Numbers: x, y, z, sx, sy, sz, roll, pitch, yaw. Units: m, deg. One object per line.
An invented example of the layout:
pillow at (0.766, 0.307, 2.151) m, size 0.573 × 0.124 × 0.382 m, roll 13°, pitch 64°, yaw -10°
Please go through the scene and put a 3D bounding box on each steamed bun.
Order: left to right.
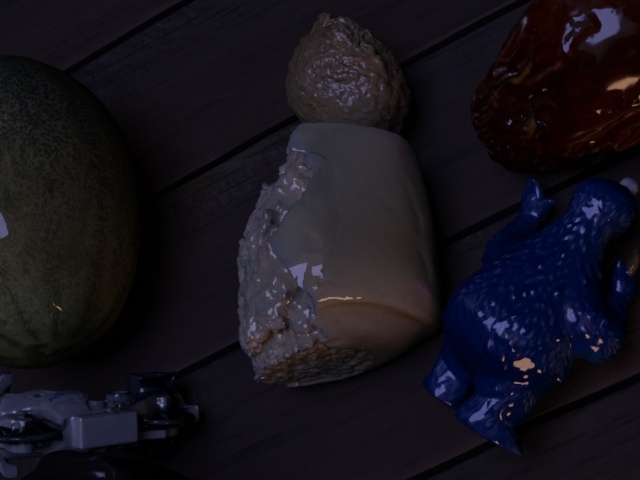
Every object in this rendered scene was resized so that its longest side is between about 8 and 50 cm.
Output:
steamed bun at (0.000, 0.000, 1.556) m, size 0.200 × 0.170 × 0.225 m, roll -20°, pitch 63°, yaw 28°

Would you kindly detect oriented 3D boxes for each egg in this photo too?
egg at (0.026, -0.151, 1.627) m, size 0.140 × 0.116 × 0.118 m, roll 45°, pitch 120°, yaw 30°

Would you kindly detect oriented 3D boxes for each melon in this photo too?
melon at (-0.303, -0.031, 1.697) m, size 0.248 × 0.248 × 0.329 m, roll -27°, pitch 67°, yaw 19°

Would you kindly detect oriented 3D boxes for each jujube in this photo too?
jujube at (0.234, -0.149, 1.484) m, size 0.236 × 0.168 × 0.168 m, roll -34°, pitch 58°, yaw 35°

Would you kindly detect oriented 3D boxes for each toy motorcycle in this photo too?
toy motorcycle at (-0.231, 0.172, 1.610) m, size 0.150 × 0.221 × 0.102 m, roll 1°, pitch 92°, yaw 53°

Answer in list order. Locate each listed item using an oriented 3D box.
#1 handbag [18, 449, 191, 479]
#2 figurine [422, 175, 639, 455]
handbag at (-0.230, 0.337, 1.501) m, size 0.178 × 0.275 × 0.302 m, roll 6°, pitch 75°, yaw 21°
figurine at (0.186, 0.049, 1.459) m, size 0.164 × 0.121 × 0.262 m, roll 19°, pitch 81°, yaw 37°
